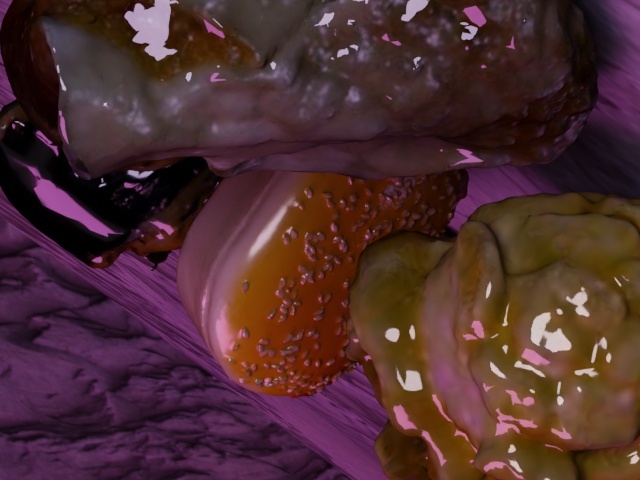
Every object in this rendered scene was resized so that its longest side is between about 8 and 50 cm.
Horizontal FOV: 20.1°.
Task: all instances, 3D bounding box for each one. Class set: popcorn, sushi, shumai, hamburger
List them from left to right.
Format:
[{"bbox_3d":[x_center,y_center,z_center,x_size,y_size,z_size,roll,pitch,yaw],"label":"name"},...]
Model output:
[{"bbox_3d":[-0.104,-0.066,1.274,0.204,0.213,0.200,51,-172,-12],"label":"sushi"},{"bbox_3d":[-0.010,-0.079,0.880,0.272,0.203,0.222,32,170,-9],"label":"shumai"},{"bbox_3d":[0.005,0.001,1.159,0.116,0.210,0.173,39,-176,30],"label":"hamburger"},{"bbox_3d":[0.133,0.080,1.039,0.259,0.212,0.259,-10,164,-3],"label":"popcorn"}]

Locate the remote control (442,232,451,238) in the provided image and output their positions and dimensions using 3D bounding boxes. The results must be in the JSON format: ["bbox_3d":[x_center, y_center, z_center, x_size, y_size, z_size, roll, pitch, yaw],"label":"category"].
[{"bbox_3d":[0.000,0.000,1.405,0.221,0.042,0.078,12,148,2],"label":"remote control"}]
